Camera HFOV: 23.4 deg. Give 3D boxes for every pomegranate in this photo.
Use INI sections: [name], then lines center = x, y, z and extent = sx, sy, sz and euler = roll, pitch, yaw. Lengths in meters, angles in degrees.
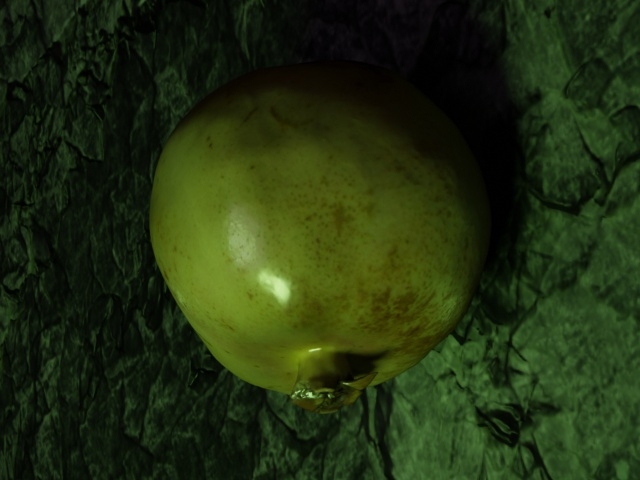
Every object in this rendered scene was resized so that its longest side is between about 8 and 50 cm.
[pomegranate]
center = 0.000, 0.000, 1.350
extent = 0.319, 0.319, 0.319
euler = 3, 94, 53
